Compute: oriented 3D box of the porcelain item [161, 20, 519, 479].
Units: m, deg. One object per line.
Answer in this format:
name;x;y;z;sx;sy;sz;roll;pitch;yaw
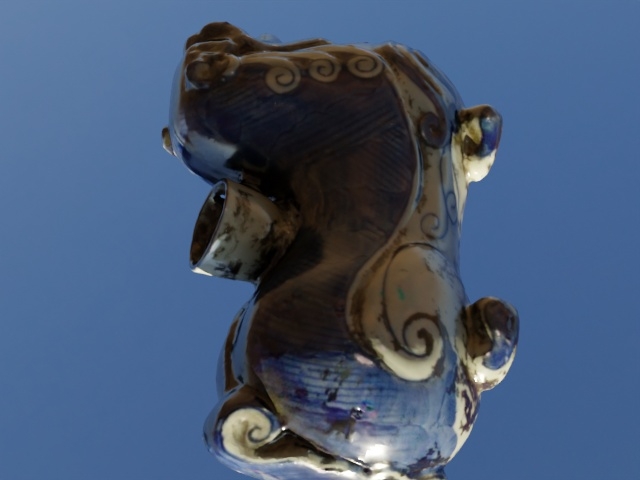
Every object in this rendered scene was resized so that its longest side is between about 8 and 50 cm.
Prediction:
porcelain item;0.000;0.000;0.615;0.186;0.138;0.287;14;-121;-16
